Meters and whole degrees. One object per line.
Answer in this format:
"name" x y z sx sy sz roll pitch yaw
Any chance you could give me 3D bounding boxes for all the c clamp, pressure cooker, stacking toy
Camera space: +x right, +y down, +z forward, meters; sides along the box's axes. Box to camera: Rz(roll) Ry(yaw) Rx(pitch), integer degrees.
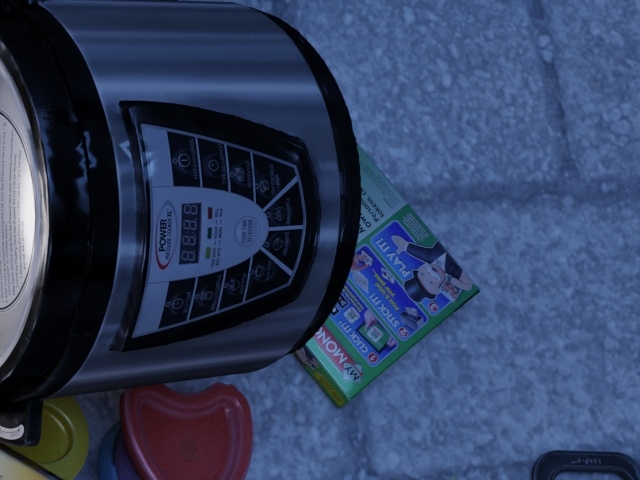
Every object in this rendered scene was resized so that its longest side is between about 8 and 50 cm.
"c clamp" 0.298 0.301 2.031 0.161 0.022 0.137 -2 67 -17
"pressure cooker" -0.221 -0.034 1.634 0.420 0.375 0.370 -3 54 -38
"stacking toy" -0.232 0.159 1.851 0.309 0.130 0.279 16 58 -30

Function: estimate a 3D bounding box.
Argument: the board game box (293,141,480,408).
"board game box" 0.000 0.000 2.021 0.213 0.046 0.317 -38 86 -24

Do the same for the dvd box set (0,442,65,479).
"dvd box set" -0.429 0.282 1.655 0.420 0.062 0.307 28 87 12
